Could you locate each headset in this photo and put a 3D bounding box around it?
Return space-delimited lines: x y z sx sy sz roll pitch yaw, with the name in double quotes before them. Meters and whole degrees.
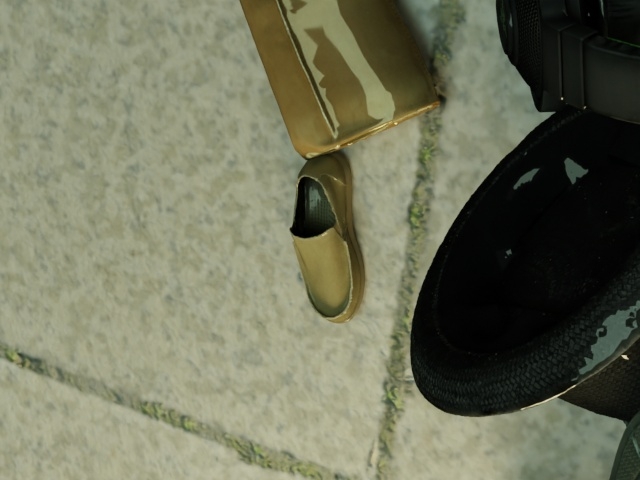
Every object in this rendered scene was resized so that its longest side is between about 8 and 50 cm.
"headset" 0.212 -0.197 1.301 0.394 0.243 0.185 34 138 49

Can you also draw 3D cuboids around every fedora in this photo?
"fedora" 0.213 0.032 1.391 0.152 0.334 0.334 40 126 -18

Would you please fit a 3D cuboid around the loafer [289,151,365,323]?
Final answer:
"loafer" 0.000 0.000 1.628 0.056 0.050 0.148 -1 102 34

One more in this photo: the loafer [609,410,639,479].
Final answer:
"loafer" 0.233 0.218 1.348 0.096 0.084 0.267 45 134 36

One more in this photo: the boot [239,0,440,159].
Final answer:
"boot" -0.054 -0.190 1.592 0.236 0.089 0.269 -22 91 36

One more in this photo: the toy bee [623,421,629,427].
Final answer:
"toy bee" 0.179 0.274 1.519 0.195 0.162 0.298 177 86 -78
